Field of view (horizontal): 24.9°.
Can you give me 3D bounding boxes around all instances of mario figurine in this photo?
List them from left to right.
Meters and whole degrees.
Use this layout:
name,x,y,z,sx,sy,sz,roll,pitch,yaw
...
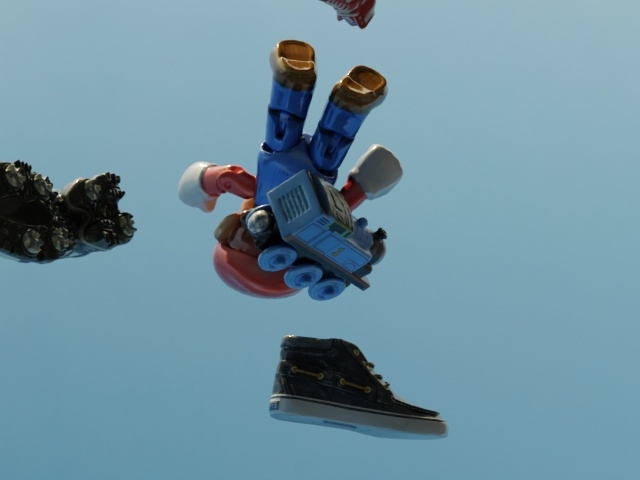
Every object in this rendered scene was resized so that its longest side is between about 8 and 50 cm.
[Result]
name,x,y,z,sx,sy,sz,roll,pitch,yaw
mario figurine,-0.036,-0.076,1.651,0.170,0.320,0.198,-14,-133,-44

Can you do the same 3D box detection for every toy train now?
name,x,y,z,sx,sy,sz,roll,pitch,yaw
toy train,0.000,0.000,1.539,0.184,0.105,0.080,34,-149,-50

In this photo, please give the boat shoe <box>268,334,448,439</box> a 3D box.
name,x,y,z,sx,sy,sz,roll,pitch,yaw
boat shoe,0.043,0.143,1.408,0.183,0.065,0.083,12,-106,-17

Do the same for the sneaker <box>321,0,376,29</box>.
name,x,y,z,sx,sy,sz,roll,pitch,yaw
sneaker,0.017,-0.256,1.550,0.118,0.067,0.042,-16,-148,-36

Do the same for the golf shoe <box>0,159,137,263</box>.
name,x,y,z,sx,sy,sz,roll,pitch,yaw
golf shoe,-0.303,-0.013,1.476,0.273,0.120,0.105,6,-113,-64
